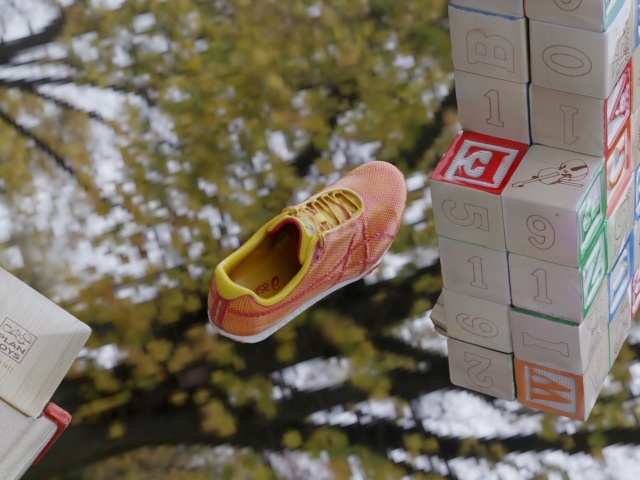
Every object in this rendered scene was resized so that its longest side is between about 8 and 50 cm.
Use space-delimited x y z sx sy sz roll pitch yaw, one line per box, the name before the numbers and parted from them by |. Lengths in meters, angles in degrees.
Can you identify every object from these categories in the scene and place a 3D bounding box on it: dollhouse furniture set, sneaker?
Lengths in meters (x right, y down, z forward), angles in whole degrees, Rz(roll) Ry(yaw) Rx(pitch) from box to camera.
dollhouse furniture set | -0.237 0.146 0.927 0.262 0.135 0.259 35 -49 -8
sneaker | 0.000 0.000 1.006 0.064 0.175 0.067 37 -35 15

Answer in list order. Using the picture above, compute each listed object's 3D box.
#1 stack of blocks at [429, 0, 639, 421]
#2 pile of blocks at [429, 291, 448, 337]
stack of blocks | 0.136 -0.063 0.888 0.087 0.171 0.297 15 -42 24
pile of blocks | 0.224 -0.012 1.790 0.112 0.149 0.362 27 -47 19
